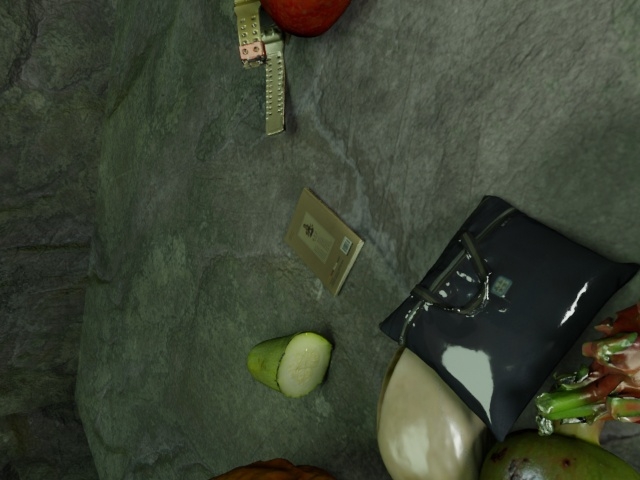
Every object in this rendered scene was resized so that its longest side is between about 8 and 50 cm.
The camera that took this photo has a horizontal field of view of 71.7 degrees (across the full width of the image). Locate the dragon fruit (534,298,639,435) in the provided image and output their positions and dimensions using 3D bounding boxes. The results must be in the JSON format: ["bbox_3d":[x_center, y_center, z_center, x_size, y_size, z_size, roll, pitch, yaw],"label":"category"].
[{"bbox_3d":[0.320,0.135,0.424,0.236,0.135,0.137,-44,52,9],"label":"dragon fruit"}]

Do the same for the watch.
[{"bbox_3d":[-0.117,-0.370,0.906,0.102,0.165,0.268,-7,75,13],"label":"watch"}]

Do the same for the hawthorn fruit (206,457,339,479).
[{"bbox_3d":[-0.070,0.558,0.688,0.472,0.472,0.471,3,95,49],"label":"hawthorn fruit"}]

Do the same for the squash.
[{"bbox_3d":[-0.099,0.274,0.955,0.288,0.137,0.137,-25,73,50],"label":"squash"}]

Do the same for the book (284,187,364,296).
[{"bbox_3d":[0.000,0.000,0.901,0.198,0.016,0.138,46,125,37],"label":"book"}]

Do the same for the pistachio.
[{"bbox_3d":[0.158,0.240,0.620,0.137,0.153,0.237,129,155,-61],"label":"pistachio"}]

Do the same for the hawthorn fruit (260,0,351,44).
[{"bbox_3d":[-0.032,-0.465,0.797,0.251,0.190,0.189,-47,57,48],"label":"hawthorn fruit"}]

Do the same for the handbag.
[{"bbox_3d":[0.218,0.079,0.564,0.254,0.089,0.211,-53,50,2],"label":"handbag"}]

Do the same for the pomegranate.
[{"bbox_3d":[0.284,0.276,0.489,0.210,0.179,0.179,-48,51,2],"label":"pomegranate"}]
